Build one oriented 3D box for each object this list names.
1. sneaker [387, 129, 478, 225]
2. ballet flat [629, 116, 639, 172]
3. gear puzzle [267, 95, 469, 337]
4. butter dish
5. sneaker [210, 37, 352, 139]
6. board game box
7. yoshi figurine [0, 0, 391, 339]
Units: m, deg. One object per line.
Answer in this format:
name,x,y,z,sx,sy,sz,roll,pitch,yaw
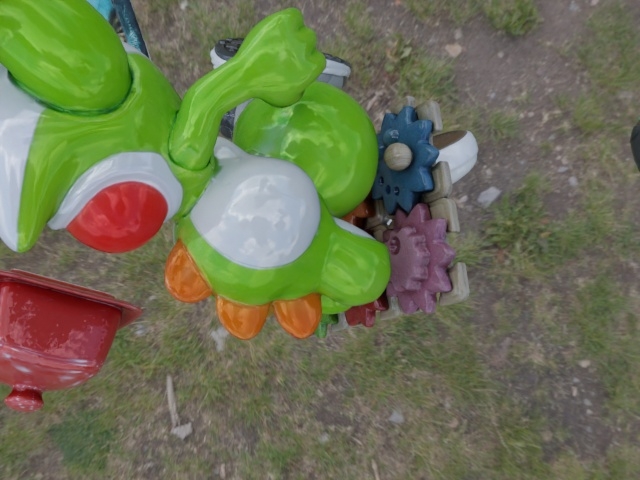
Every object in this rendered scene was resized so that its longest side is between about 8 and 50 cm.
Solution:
sneaker,0.093,-0.027,0.821,0.106,0.290,0.123,-39,95,-36
ballet flat,0.554,-0.126,0.954,0.095,0.280,0.096,10,86,-34
gear puzzle,0.000,0.000,0.656,0.044,0.339,0.175,0,77,-31
butter dish,-0.279,0.108,0.696,0.160,0.160,0.118,20,60,-33
sneaker,-0.049,-0.183,0.855,0.100,0.271,0.108,21,113,20
board game box,-0.269,-0.235,0.813,0.026,0.186,0.126,-31,110,-41
yoshi figurine,-0.096,-0.082,0.483,0.362,0.203,0.203,31,96,-26
